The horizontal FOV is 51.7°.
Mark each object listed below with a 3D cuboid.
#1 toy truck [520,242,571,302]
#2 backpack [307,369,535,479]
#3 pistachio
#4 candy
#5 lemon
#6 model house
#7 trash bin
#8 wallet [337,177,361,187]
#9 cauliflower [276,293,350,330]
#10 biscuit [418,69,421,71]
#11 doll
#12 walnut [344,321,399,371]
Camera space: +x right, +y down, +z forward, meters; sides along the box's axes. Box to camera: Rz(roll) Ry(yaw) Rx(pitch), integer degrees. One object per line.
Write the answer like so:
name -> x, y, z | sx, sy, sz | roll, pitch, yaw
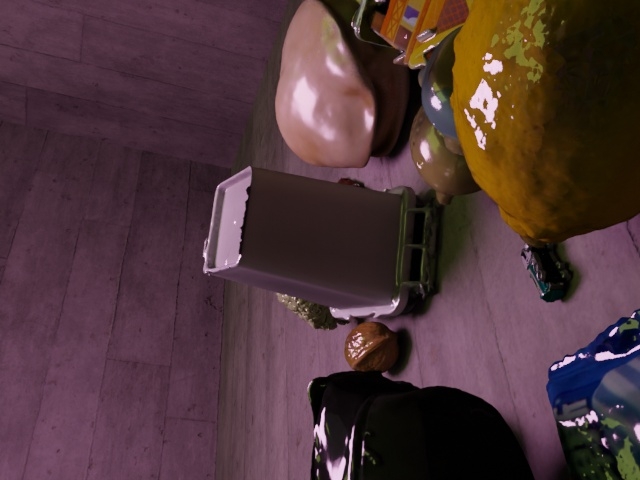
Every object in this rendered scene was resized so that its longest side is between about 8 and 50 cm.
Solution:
toy truck -> 0.285, 0.037, 0.844 | 0.083, 0.039, 0.044 | -101, 13, -47
backpack -> 0.115, 0.340, 0.666 | 0.254, 0.363, 0.446 | -27, 49, 29
pistachio -> 0.043, -0.336, 1.451 | 0.365, 0.281, 0.445 | 59, 160, 19
candy -> 0.300, 0.234, 0.607 | 0.187, 0.077, 0.332 | 130, 145, -49
lemon -> 0.265, -0.161, 0.657 | 0.316, 0.285, 0.286 | 75, -168, -56
model house -> 0.258, -0.413, 1.004 | 0.313, 0.242, 0.358 | 52, 130, 47
trash bin -> 0.000, 0.000, 1.208 | 0.296, 0.367, 0.256 | -13, 67, 59
wallet -> 0.065, -0.083, 1.649 | 0.255, 0.031, 0.137 | -136, 58, -70
cauliflower -> 0.011, 0.049, 1.479 | 0.250, 0.275, 0.272 | -32, 21, 24
biscuit -> 0.238, -0.465, 1.318 | 0.172, 0.029, 0.255 | -110, 34, -58
doll -> 0.211, -0.170, 0.936 | 0.261, 0.161, 0.177 | 81, -157, -69
walnut -> 0.099, 0.203, 1.251 | 0.124, 0.105, 0.105 | 126, 150, -54
